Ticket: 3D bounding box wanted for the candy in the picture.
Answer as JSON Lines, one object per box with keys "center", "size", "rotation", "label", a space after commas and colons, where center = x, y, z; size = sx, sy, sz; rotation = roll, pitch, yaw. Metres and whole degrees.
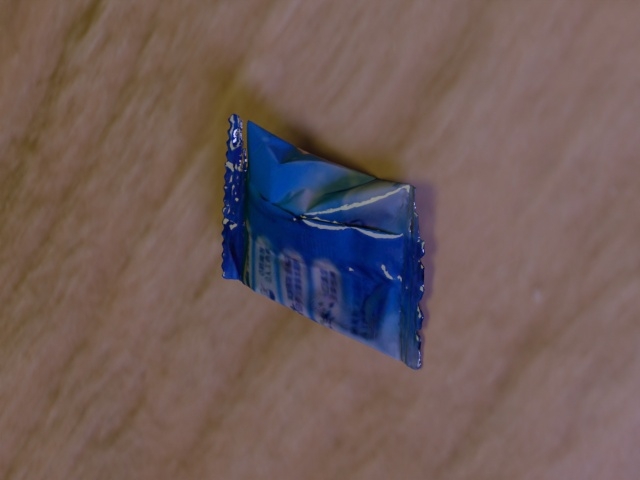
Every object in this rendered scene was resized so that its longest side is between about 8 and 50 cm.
{"center": [0.000, -0.001, 0.938], "size": [0.136, 0.038, 0.088], "rotation": [24, 116, 41], "label": "candy"}
